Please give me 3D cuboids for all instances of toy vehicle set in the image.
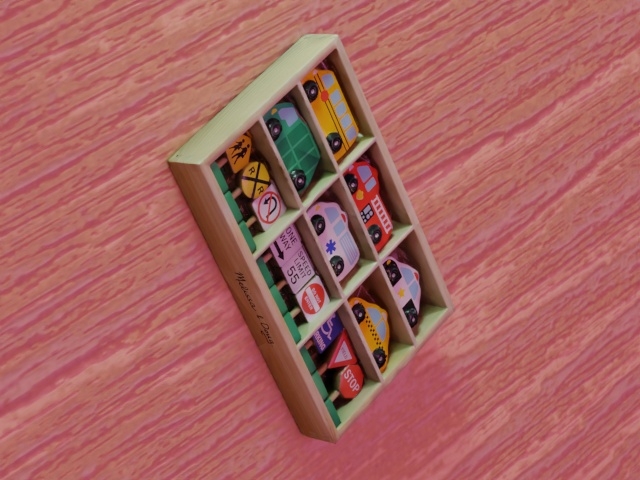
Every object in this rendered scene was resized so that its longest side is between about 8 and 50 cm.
[{"bbox_3d":[0.000,0.000,1.411,0.166,0.035,0.267,-46,127,-32],"label":"toy vehicle set"}]
